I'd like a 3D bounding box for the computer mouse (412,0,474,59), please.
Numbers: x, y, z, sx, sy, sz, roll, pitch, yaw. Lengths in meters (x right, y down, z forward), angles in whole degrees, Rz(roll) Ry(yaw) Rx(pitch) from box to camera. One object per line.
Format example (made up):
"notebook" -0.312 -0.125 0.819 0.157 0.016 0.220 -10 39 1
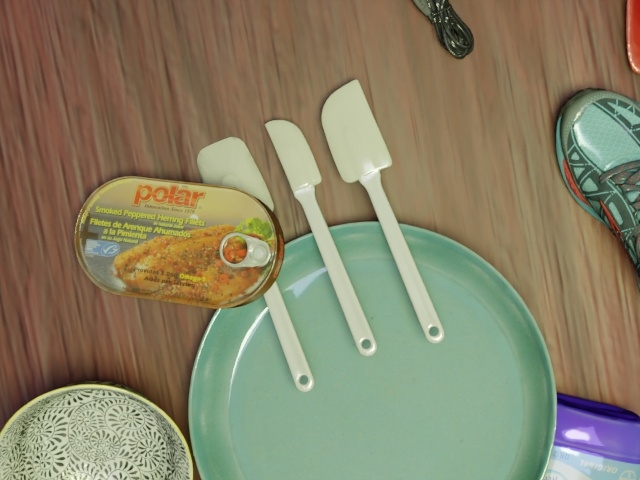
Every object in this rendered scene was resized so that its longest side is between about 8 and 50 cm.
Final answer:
"computer mouse" 0.166 -0.254 1.099 0.193 0.042 0.106 -35 88 8

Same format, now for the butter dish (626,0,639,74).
"butter dish" 0.347 -0.221 1.058 0.160 0.118 0.159 0 93 1

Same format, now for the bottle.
"bottle" 0.204 0.279 1.105 0.118 0.092 0.282 14 94 0

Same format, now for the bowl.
"bowl" -0.195 0.185 1.103 0.170 0.080 0.170 -1 111 -2

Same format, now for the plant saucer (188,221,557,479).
"plant saucer" 0.043 0.143 1.087 0.318 0.044 0.317 -2 78 11

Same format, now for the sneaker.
"sneaker" 0.296 -0.020 1.068 0.104 0.125 0.262 -33 93 2

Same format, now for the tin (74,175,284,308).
"tin" -0.122 0.001 1.096 0.190 0.040 0.106 8 91 17

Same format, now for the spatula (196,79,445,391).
"spatula" 0.000 0.000 1.095 0.168 0.019 0.242 -22 79 6
